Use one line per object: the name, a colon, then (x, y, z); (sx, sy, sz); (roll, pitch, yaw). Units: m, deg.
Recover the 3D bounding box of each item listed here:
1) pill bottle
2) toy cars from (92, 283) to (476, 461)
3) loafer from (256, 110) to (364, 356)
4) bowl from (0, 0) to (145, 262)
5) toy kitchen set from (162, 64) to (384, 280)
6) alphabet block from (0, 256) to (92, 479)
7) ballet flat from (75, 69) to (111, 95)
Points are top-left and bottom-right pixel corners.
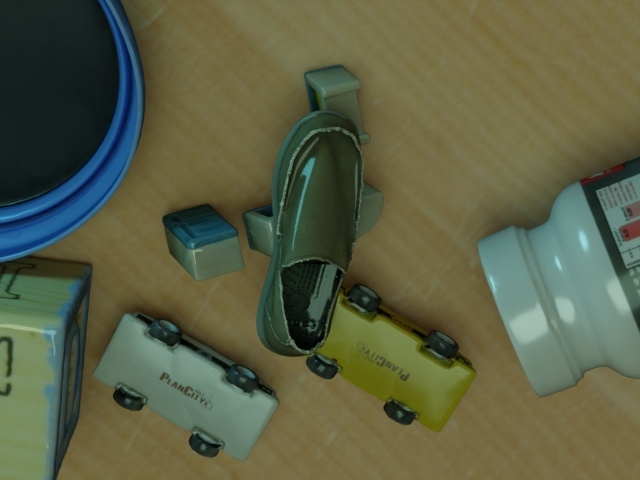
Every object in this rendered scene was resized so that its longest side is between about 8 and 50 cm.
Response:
pill bottle: (0.353, 0.013, 1.835); (0.363, 0.210, 0.210); (-21, 106, 8)
toy cars: (-0.036, 0.130, 1.954); (0.394, 0.087, 0.176); (-9, 102, 8)
loafer: (0.000, 0.000, 1.812); (0.094, 0.087, 0.251); (3, 102, -19)
bowl: (-0.363, -0.162, 1.829); (0.391, 0.077, 0.391); (1, 119, 2)
toy kitchen set: (-0.059, -0.075, 1.889); (0.207, 0.122, 0.166); (-16, 107, -15)
alphabet block: (-0.349, 0.126, 1.902); (0.197, 0.193, 0.192); (8, 106, -1)
ballet flat: (-0.287, -0.187, 1.874); (0.173, 0.049, 0.057); (26, 108, -5)
